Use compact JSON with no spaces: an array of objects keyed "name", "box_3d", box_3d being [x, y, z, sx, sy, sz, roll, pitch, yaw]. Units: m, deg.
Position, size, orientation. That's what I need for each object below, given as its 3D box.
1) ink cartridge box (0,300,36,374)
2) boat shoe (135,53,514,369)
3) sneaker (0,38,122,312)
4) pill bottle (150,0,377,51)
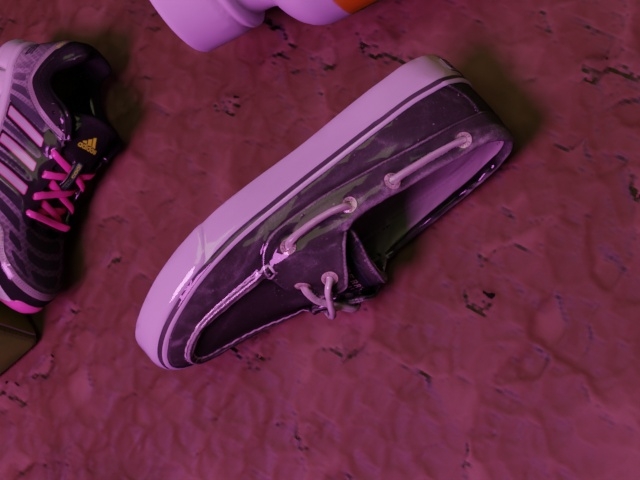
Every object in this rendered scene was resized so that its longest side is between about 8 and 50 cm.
[{"name":"ink cartridge box","box_3d":[-0.317,0.015,0.789,0.189,0.097,0.255,-41,65,9]},{"name":"boat shoe","box_3d":[0.000,0.000,0.661,0.219,0.078,0.070,-42,63,7]},{"name":"sneaker","box_3d":[-0.155,-0.044,0.750,0.074,0.063,0.170,-10,67,28]},{"name":"pill bottle","box_3d":[0.021,-0.196,0.671,0.245,0.136,0.136,-25,67,17]}]
